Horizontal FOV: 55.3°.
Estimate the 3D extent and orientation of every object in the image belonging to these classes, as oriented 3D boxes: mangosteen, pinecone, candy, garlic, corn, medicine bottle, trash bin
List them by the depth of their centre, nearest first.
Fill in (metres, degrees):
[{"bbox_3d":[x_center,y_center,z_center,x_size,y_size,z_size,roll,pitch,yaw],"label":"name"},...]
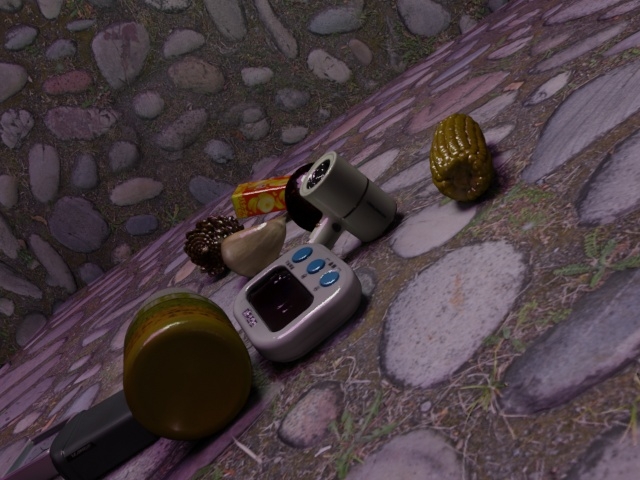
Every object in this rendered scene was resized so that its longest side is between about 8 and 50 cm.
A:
[{"bbox_3d":[-0.275,0.219,1.214,0.224,0.224,0.384,-39,16,-10],"label":"medicine bottle"},{"bbox_3d":[-0.444,0.402,1.279,0.236,0.101,0.176,-32,15,6],"label":"trash bin"},{"bbox_3d":[0.306,-0.190,1.340,0.131,0.131,0.344,-29,16,23],"label":"corn"},{"bbox_3d":[-0.005,-0.111,1.667,0.192,0.192,0.217,-39,-4,-9],"label":"mangosteen"},{"bbox_3d":[-0.182,0.013,1.698,0.245,0.145,0.164,-32,20,44],"label":"garlic"},{"bbox_3d":[-0.329,0.006,1.994,0.169,0.185,0.212,12,25,37],"label":"pinecone"},{"bbox_3d":[-0.150,-0.155,2.054,0.276,0.088,0.146,-11,19,6],"label":"candy"}]

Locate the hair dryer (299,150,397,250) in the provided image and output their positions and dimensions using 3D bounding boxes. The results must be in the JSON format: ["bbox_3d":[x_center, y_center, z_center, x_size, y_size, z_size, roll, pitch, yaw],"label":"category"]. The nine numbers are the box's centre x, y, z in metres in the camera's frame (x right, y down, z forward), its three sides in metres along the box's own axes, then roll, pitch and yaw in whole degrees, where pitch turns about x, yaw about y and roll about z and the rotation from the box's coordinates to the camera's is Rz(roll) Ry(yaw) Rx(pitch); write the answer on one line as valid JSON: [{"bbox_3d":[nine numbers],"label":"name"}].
[{"bbox_3d":[0.000,0.000,1.384,0.362,0.203,0.128,-56,23,-7],"label":"hair dryer"}]

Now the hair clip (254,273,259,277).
[{"bbox_3d":[-0.149,0.129,1.539,0.083,0.048,0.275,-36,11,8],"label":"hair clip"}]

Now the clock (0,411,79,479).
[{"bbox_3d":[-0.656,0.510,1.463,0.197,0.063,0.150,-31,18,19],"label":"clock"}]

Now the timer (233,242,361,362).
[{"bbox_3d":[-0.047,0.119,1.210,0.237,0.087,0.262,-39,30,-7],"label":"timer"}]
